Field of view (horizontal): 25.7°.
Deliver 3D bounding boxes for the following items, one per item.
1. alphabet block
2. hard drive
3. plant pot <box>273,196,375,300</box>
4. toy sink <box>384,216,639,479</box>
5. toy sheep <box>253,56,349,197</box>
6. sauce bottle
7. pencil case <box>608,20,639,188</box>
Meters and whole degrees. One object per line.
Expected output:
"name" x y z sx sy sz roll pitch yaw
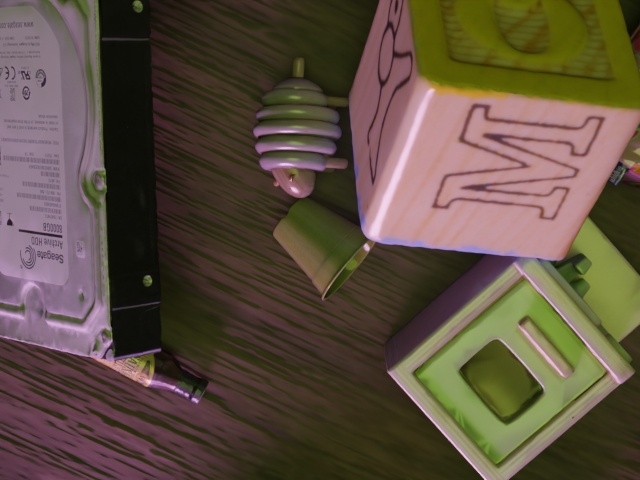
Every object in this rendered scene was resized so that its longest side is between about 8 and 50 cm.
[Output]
"alphabet block" 0.142 -0.121 1.207 0.193 0.192 0.197 4 141 -12
"hard drive" -0.241 -0.074 1.261 0.064 0.237 0.339 -9 101 -43
"plant pot" 0.000 0.000 1.336 0.079 0.083 0.083 41 96 8
"toy sink" 0.196 0.090 1.312 0.234 0.131 0.153 -41 95 5
"toy sheep" -0.020 -0.106 1.317 0.091 0.091 0.132 0 83 1
"sauce bottle" -0.170 0.119 1.366 0.128 0.042 0.042 27 97 -1
"pencil case" 0.335 -0.179 1.282 0.124 0.124 0.284 31 99 -3
